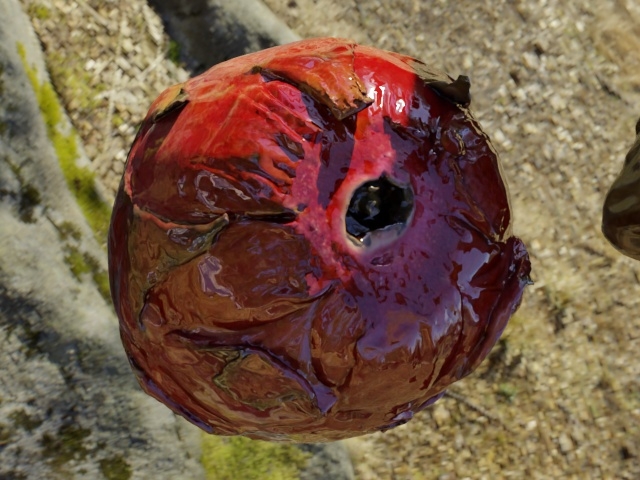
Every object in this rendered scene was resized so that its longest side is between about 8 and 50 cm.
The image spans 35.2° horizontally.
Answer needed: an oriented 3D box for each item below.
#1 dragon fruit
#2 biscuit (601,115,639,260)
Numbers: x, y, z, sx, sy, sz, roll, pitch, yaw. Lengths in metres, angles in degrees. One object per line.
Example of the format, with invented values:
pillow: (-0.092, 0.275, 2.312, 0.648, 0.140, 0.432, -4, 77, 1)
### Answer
dragon fruit: (-0.008, 0.003, 0.562, 0.252, 0.241, 0.240, 39, 32, -80)
biscuit: (0.403, -0.033, 0.526, 0.395, 0.343, 0.166, 16, 75, -21)
